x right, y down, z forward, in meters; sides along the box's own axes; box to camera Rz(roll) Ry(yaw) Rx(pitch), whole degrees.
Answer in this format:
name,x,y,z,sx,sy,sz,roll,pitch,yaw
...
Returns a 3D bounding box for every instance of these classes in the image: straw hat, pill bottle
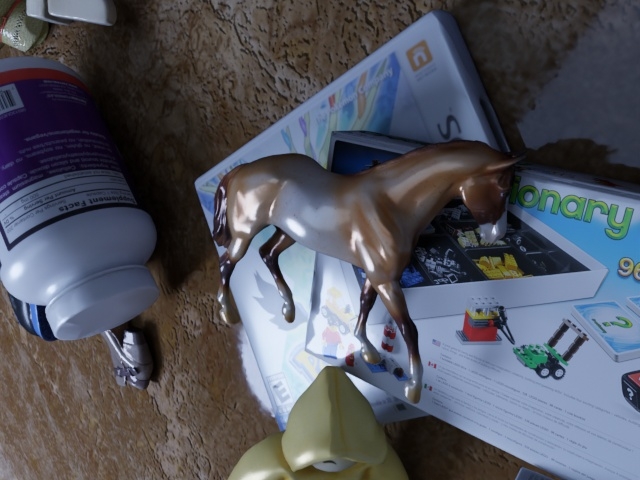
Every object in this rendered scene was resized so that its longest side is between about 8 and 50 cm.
name,x,y,z,sx,sy,sz,roll,pitch,yaw
straw hat,-0.420,-0.303,0.843,0.061,0.144,0.144,27,123,-12
pill bottle,-0.320,-0.050,0.732,0.181,0.182,0.322,-40,73,37

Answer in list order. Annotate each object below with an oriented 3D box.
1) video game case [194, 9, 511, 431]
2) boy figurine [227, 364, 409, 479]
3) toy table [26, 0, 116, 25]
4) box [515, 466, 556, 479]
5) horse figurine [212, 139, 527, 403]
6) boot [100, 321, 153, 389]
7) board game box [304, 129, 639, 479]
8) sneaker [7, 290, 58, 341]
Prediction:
name,x,y,z,sx,sy,sz,roll,pitch,yaw
video game case,0.033,0.015,0.545,0.329,0.036,0.299,-26,81,39
boy figurine,0.004,0.224,0.530,0.092,0.178,0.285,-98,19,-50
toy table,-0.357,-0.348,0.685,0.275,0.252,0.160,13,102,15
box,0.163,0.268,0.387,0.103,0.114,0.203,13,132,38
horse figurine,0.000,0.000,0.435,0.263,0.066,0.174,18,115,34
boot,-0.275,0.154,0.823,0.119,0.042,0.086,14,109,38
board game box,0.127,0.043,0.416,0.305,0.053,0.192,20,110,35
sneaker,-0.436,0.038,0.908,0.091,0.081,0.232,14,108,30
